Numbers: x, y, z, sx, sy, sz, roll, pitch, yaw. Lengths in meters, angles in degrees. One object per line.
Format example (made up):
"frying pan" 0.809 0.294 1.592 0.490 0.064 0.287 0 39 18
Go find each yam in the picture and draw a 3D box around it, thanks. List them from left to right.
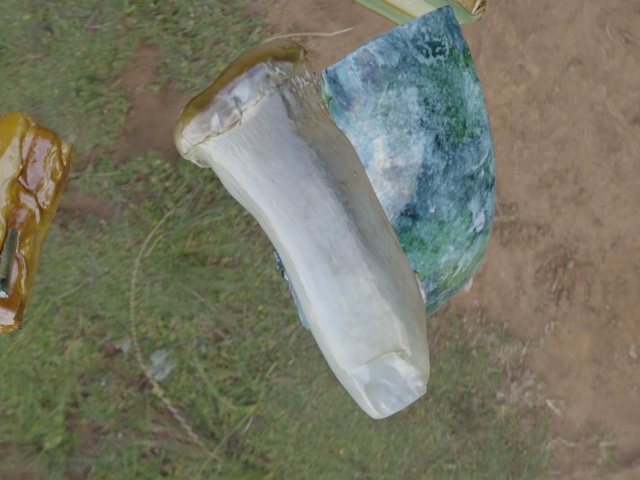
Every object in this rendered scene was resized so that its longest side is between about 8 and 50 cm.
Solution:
"yam" -0.315 0.021 0.942 0.014 0.107 0.014 -6 129 -7

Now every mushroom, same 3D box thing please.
"mushroom" 0.000 0.000 0.497 0.084 0.071 0.209 -31 97 -18

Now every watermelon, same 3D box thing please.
"watermelon" 0.043 -0.066 1.022 0.228 0.258 0.387 -19 125 -24

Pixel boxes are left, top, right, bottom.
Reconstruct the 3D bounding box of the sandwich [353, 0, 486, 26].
"sandwich" 0.071 -0.343 1.091 0.155 0.198 0.228 8 116 54

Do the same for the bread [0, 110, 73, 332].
"bread" -0.507 -0.024 1.477 0.148 0.195 0.344 19 73 -23
